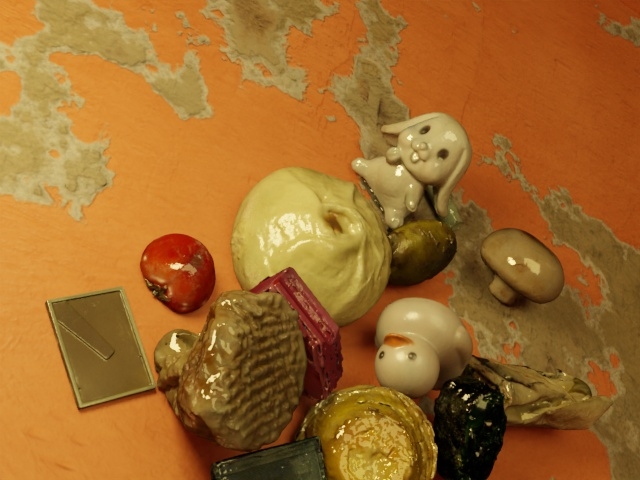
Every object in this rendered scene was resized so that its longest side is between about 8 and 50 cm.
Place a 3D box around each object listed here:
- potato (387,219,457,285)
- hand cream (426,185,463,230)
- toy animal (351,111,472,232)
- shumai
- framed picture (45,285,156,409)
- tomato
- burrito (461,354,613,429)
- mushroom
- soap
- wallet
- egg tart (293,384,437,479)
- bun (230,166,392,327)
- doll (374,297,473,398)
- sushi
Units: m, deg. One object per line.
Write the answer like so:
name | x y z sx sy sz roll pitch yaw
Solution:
potato | 0.219 0.028 1.991 0.251 0.113 0.150 -16 119 -45
hand cream | 0.297 -0.120 2.194 0.078 0.050 0.205 -9 66 -39
toy animal | 0.234 -0.164 2.042 0.174 0.289 0.249 -26 101 -44
shumai | -0.198 0.232 1.495 0.314 0.262 0.267 -47 121 -59
framed picture | -0.390 0.186 1.544 0.150 0.015 0.203 -11 71 -39
tomato | -0.263 0.051 1.663 0.159 0.091 0.139 48 46 1
burrito | 0.489 0.360 1.985 0.331 0.190 0.135 13 93 -27
mushroom | 0.491 0.072 2.147 0.226 0.178 0.226 42 15 -14
soap | -0.057 0.194 1.669 0.250 0.162 0.099 54 35 -8
wallet | -0.073 0.530 1.498 0.237 0.075 0.342 -5 82 -41
egg tart | 0.090 0.408 1.634 0.294 0.116 0.295 3 73 -9
bun | 0.000 0.000 1.808 0.364 0.202 0.364 16 56 -25
doll | 0.201 0.243 1.794 0.251 0.221 0.221 55 36 -44
sushi | 0.304 0.394 1.776 0.124 0.127 0.225 -5 111 -37
